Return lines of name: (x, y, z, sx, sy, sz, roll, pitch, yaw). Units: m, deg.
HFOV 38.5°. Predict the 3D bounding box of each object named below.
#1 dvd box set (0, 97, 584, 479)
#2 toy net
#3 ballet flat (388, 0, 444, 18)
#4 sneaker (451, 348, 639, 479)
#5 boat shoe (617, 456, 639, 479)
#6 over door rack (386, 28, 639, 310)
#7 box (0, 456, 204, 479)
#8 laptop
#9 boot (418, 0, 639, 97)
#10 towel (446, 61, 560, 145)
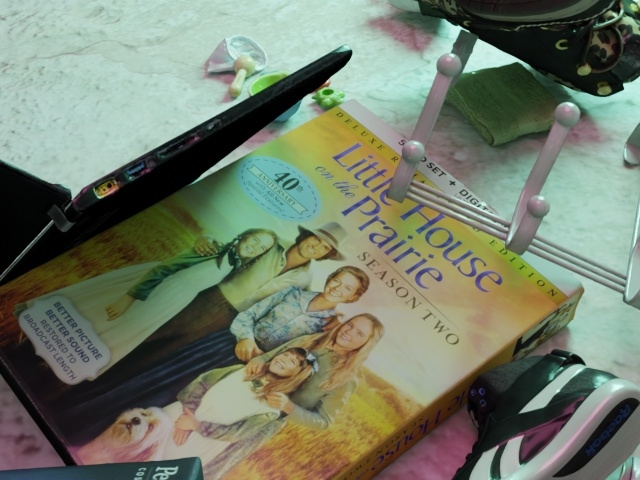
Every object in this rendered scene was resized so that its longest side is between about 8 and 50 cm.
dvd box set: (-0.031, 0.063, 0.772, 0.420, 0.062, 0.307, -31, 59, -26)
toy net: (-0.068, -0.221, 1.171, 0.122, 0.045, 0.232, -24, 43, -19)
ballet flat: (0.137, -0.369, 1.289, 0.096, 0.095, 0.280, -13, 29, 9)
sneaker: (0.127, 0.167, 0.674, 0.217, 0.079, 0.121, -36, 26, -15)
boat shoe: (0.204, 0.193, 0.651, 0.035, 0.035, 0.100, 16, 52, 22)
over door rack: (0.209, -0.097, 0.843, 0.240, 0.108, 0.324, 25, 35, 3)
box: (-0.211, 0.259, 0.453, 0.294, 0.182, 0.296, -4, 17, 3)
laptop: (-0.260, -0.103, 0.770, 0.408, 0.236, 0.382, -35, 6, -29)
boot: (0.244, -0.248, 0.951, 0.284, 0.138, 0.377, 19, 5, -30)
towel: (0.213, -0.163, 1.073, 0.110, 0.027, 0.148, -16, 40, -11)
